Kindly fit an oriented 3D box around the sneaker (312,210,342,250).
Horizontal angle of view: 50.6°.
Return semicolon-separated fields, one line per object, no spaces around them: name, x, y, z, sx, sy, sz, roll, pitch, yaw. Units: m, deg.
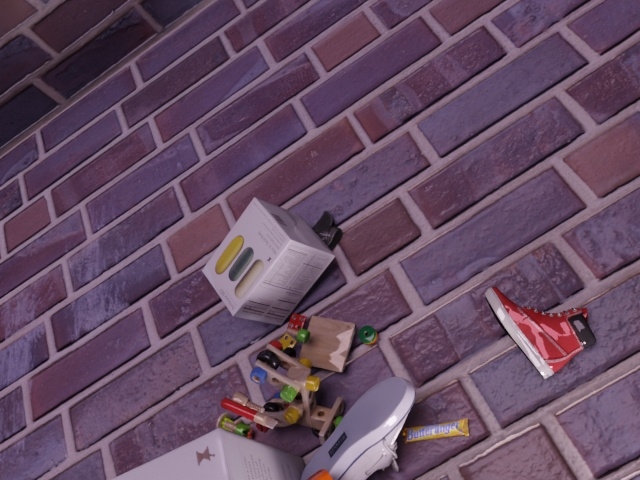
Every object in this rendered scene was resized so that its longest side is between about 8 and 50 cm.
sneaker;-0.001;-0.001;1.945;0.089;0.051;0.170;26;75;35

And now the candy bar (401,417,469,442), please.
candy bar;0.270;0.448;1.590;0.161;0.018;0.040;-14;60;20

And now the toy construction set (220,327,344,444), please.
toy construction set;-0.061;0.394;1.626;0.237;0.309;0.258;17;106;22

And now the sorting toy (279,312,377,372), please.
sorting toy;0.016;0.277;1.792;0.274;0.046;0.132;7;69;29

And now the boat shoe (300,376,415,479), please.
boat shoe;0.123;0.484;1.575;0.367;0.156;0.136;-52;24;9

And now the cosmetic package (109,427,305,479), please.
cosmetic package;-0.218;0.661;1.501;0.327;0.394;0.329;-27;55;13

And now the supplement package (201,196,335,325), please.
supplement package;-0.144;0.062;1.855;0.263;0.198;0.199;-53;52;14

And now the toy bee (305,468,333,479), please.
toy bee;0.041;0.659;1.469;0.162;0.195;0.298;-59;42;46

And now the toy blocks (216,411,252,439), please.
toy blocks;-0.219;0.535;1.775;0.148;0.054;0.123;18;75;33

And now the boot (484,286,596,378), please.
boot;0.511;0.172;1.569;0.176;0.088;0.244;-38;62;4
